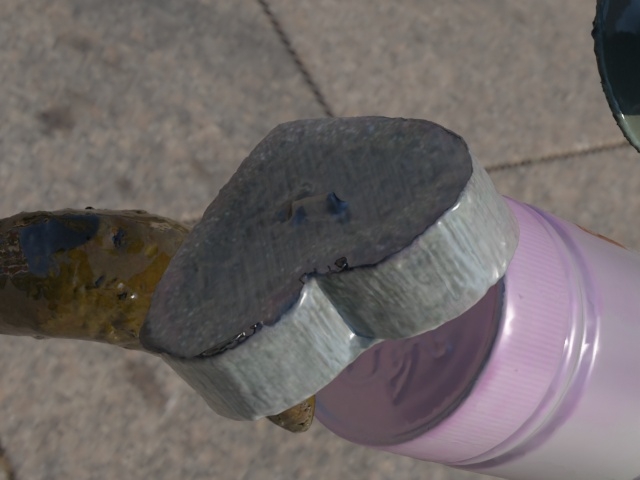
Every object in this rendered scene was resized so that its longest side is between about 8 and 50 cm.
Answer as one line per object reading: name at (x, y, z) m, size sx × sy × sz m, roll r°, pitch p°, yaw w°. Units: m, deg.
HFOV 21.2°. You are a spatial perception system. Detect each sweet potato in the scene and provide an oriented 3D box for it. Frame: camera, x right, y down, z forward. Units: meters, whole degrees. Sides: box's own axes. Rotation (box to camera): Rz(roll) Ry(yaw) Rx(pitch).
sweet potato at (-0.125, 0.030, 1.043) m, size 0.310 × 0.124 × 0.098 m, roll 21°, pitch 63°, yaw -13°

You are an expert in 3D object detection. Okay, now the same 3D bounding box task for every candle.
candle at (0.000, 0.000, 0.883) m, size 0.068 × 0.192 × 0.168 m, roll 55°, pitch 13°, yaw -33°

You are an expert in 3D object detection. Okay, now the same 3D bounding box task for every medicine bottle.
medicine bottle at (0.142, 0.076, 1.275) m, size 0.316 × 0.202 × 0.202 m, roll 20°, pitch 40°, yaw -49°

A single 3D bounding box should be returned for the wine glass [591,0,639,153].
wine glass at (0.251, -0.106, 0.789) m, size 0.103 × 0.231 × 0.103 m, roll 18°, pitch 66°, yaw -49°
